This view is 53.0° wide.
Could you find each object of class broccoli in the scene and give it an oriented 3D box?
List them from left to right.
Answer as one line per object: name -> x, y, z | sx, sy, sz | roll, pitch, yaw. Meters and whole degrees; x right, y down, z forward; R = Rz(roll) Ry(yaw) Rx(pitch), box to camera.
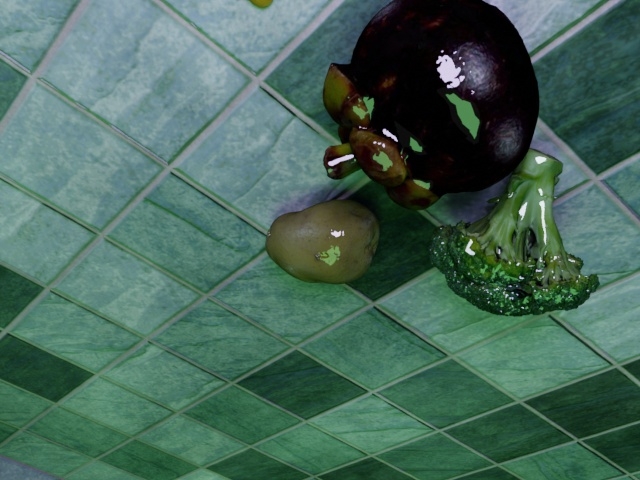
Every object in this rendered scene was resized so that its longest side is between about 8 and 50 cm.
broccoli -> 0.305, -0.011, 1.008 | 0.254, 0.269, 0.269 | 13, 137, -12

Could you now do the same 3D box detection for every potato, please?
potato -> 0.000, 0.000, 1.112 | 0.194, 0.157, 0.157 | 9, 139, 19

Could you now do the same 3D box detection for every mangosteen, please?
mangosteen -> 0.132, -0.178, 0.834 | 0.288, 0.233, 0.287 | 1, 143, 1

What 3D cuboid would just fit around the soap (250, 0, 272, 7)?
soap -> -0.101, -0.340, 0.844 | 0.089, 0.012, 0.034 | 32, 132, -23
